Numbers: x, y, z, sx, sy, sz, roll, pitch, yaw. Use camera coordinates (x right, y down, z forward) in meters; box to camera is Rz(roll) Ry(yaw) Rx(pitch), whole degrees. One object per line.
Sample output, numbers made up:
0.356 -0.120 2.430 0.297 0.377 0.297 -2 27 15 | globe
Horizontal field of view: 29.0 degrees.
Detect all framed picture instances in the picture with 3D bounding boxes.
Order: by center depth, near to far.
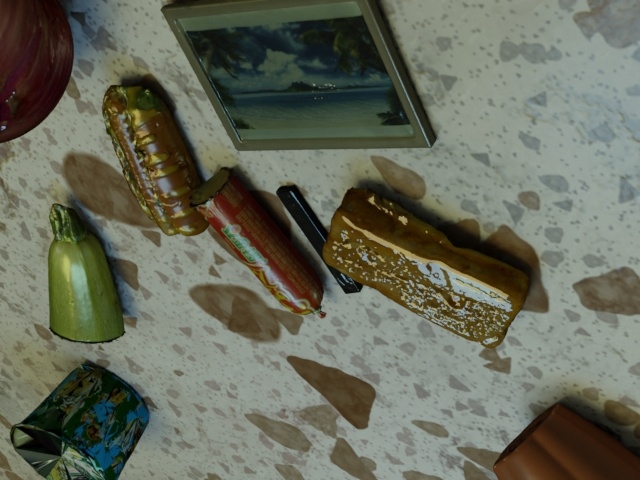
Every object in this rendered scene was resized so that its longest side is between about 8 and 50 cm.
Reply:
-0.030 -0.205 1.517 0.315 0.024 0.232 3 134 39 | framed picture

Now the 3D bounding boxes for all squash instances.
-0.398 0.067 2.040 0.137 0.137 0.287 22 140 18 | squash

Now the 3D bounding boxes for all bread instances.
0.136 0.030 1.600 0.271 0.077 0.139 27 140 10 | bread

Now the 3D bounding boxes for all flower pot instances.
0.342 0.326 1.699 0.173 0.190 0.190 48 145 7 | flower pot

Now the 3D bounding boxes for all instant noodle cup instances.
-0.447 0.362 2.362 0.240 0.178 0.240 22 142 18 | instant noodle cup

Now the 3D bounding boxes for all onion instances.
-0.495 -0.259 1.583 0.353 0.353 0.354 22 142 18 | onion

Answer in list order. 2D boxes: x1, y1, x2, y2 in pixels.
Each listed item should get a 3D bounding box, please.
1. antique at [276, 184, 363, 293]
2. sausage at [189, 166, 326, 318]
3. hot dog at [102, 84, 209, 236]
0.000 0.000 1.729 0.031 0.015 0.192 -9 126 44 | antique
-0.074 0.016 1.761 0.083 0.083 0.264 -17 120 48 | sausage
-0.237 -0.111 1.755 0.115 0.072 0.269 14 140 39 | hot dog
